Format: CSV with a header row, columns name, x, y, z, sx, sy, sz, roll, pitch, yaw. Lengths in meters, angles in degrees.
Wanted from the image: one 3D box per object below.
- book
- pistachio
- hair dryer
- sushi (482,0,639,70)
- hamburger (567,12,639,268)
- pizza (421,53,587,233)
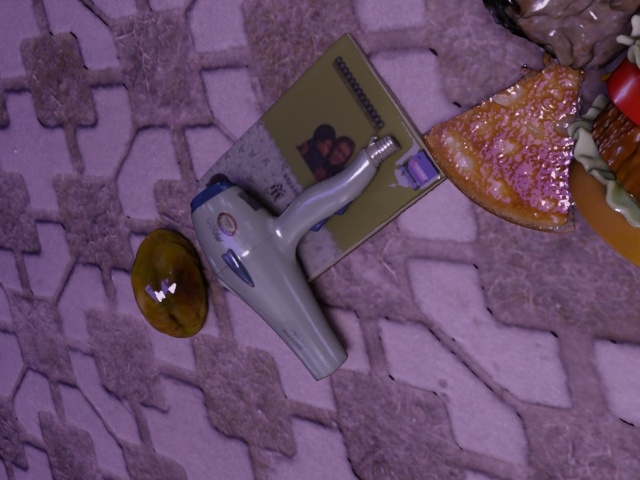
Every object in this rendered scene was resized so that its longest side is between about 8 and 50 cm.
name,x,y,z,sx,sy,sz,roll,pitch,yaw
book,-0.024,-0.081,0.789,0.352,0.035,0.239,-38,77,31
pistachio,-0.249,0.073,0.909,0.100,0.110,0.189,-4,98,63
hair dryer,-0.007,0.039,0.735,0.299,0.119,0.295,-13,98,21
sushi,0.236,-0.322,0.440,0.211,0.170,0.350,6,134,-4
hamburger,0.346,-0.090,0.414,0.274,0.274,0.212,34,137,22
pizza,0.235,-0.113,0.616,0.201,0.053,0.193,48,119,19
